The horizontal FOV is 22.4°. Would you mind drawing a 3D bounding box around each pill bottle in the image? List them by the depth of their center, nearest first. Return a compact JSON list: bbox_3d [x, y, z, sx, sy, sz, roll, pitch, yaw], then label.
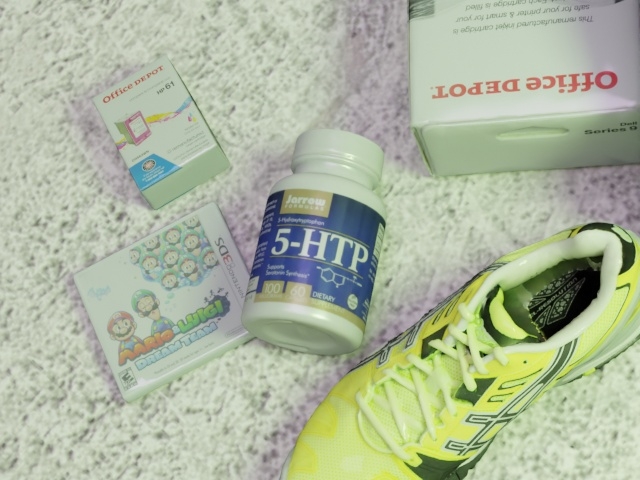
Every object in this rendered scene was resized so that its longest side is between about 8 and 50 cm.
[{"bbox_3d":[0.000,0.000,1.463,0.112,0.112,0.187,6,70,16],"label":"pill bottle"}]

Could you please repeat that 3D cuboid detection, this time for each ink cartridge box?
[{"bbox_3d":[0.191,-0.214,1.496,0.211,0.121,0.289,-3,67,12],"label":"ink cartridge box"},{"bbox_3d":[-0.157,-0.107,1.579,0.088,0.052,0.122,-31,63,1],"label":"ink cartridge box"}]

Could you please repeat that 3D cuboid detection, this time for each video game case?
[{"bbox_3d":[-0.141,0.057,1.526,0.157,0.019,0.143,-28,64,2],"label":"video game case"}]

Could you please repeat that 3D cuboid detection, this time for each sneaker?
[{"bbox_3d":[0.114,0.104,1.372,0.384,0.147,0.145,-40,66,-3],"label":"sneaker"}]
